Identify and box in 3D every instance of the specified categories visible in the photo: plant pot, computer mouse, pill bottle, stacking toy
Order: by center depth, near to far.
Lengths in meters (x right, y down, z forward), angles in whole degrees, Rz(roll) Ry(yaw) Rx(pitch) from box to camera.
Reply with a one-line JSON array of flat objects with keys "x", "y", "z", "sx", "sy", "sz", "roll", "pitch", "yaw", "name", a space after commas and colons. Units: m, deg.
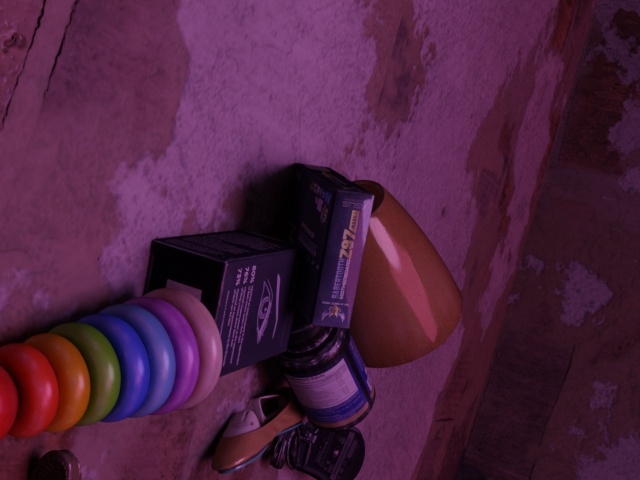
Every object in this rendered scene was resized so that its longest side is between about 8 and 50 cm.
[{"x": -0.247, "y": 0.140, "z": 0.873, "sx": 0.330, "sy": 0.141, "sz": 0.141, "roll": -12, "pitch": 115, "yaw": -58, "name": "stacking toy"}, {"x": -0.001, "y": 0.184, "z": 1.353, "sx": 0.123, "sy": 0.123, "sz": 0.219, "roll": -55, "pitch": 135, "yaw": -36, "name": "pill bottle"}, {"x": 0.086, "y": 0.037, "z": 1.422, "sx": 0.237, "sy": 0.237, "sz": 0.254, "roll": -55, "pitch": 136, "yaw": -35, "name": "plant pot"}, {"x": -0.006, "y": 0.356, "z": 1.581, "sx": 0.188, "sy": 0.072, "sz": 0.272, "roll": -62, "pitch": 140, "yaw": -21, "name": "computer mouse"}]

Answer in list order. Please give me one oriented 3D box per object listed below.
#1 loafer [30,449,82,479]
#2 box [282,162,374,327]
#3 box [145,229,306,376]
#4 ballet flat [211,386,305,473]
[{"x": -0.285, "y": 0.284, "z": 0.965, "sx": 0.050, "sy": 0.056, "sz": 0.148, "roll": -34, "pitch": 144, "yaw": -55, "name": "loafer"}, {"x": 0.000, "y": 0.000, "z": 1.222, "sx": 0.232, "sy": 0.059, "sz": 0.183, "roll": -134, "pitch": -128, "yaw": -70, "name": "box"}, {"x": -0.121, "y": 0.075, "z": 1.112, "sx": 0.207, "sy": 0.108, "sz": 0.153, "roll": -7, "pitch": 110, "yaw": -64, "name": "box"}, {"x": -0.103, "y": 0.284, "z": 1.344, "sx": 0.232, "sy": 0.080, "sz": 0.073, "roll": -19, "pitch": 93, "yaw": -64, "name": "ballet flat"}]
